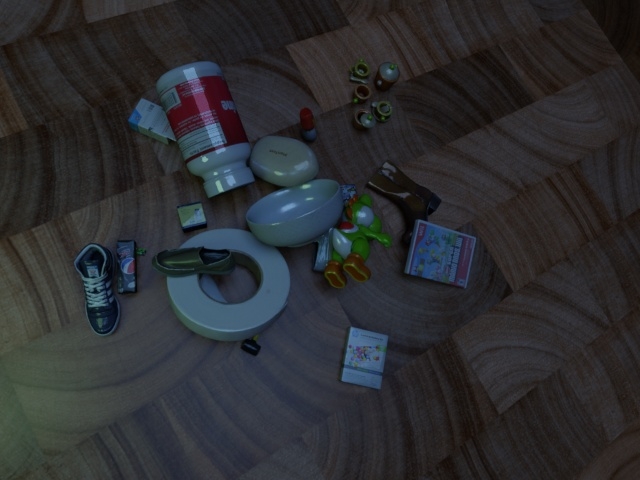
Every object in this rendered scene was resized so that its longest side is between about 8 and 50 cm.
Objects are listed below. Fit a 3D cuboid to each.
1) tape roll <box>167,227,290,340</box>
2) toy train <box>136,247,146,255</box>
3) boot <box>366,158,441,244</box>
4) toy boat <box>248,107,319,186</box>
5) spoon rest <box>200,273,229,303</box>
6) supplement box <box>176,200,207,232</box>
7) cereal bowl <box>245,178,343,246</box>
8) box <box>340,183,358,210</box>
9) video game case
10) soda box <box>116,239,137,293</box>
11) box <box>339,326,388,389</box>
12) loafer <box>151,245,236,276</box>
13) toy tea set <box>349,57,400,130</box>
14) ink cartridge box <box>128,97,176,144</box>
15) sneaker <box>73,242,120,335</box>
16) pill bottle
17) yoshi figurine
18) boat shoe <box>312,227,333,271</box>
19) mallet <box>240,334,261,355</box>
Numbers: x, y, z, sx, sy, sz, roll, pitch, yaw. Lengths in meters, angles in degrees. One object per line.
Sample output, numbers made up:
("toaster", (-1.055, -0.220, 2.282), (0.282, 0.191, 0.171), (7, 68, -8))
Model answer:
("tape roll", (-0.289, 0.131, 1.403), (0.391, 0.072, 0.392), (9, 51, -11))
("toy train", (-0.621, 0.034, 1.447), (0.083, 0.017, 0.024), (9, 82, -11))
("boot", (0.300, -0.151, 1.689), (0.280, 0.096, 0.264), (36, 73, 0))
("toy boat", (-0.099, -0.330, 1.612), (0.267, 0.148, 0.318), (22, 70, 16))
("spoon rest", (-0.371, 0.186, 1.445), (0.276, 0.084, 0.137), (31, 68, 10))
("supplement box", (-0.441, -0.080, 1.502), (0.083, 0.056, 0.083), (-15, 79, -17))
("cereal bowl", (-0.074, -0.078, 1.479), (0.338, 0.339, 0.141), (-29, 117, -20))
("box", (0.076, -0.161, 1.670), (0.136, 0.027, 0.094), (-11, 79, -17))
("video game case", (0.456, 0.054, 1.647), (0.284, 0.025, 0.204), (15, 86, -24))
("soda box", (-0.619, 0.085, 1.399), (0.053, 0.060, 0.169), (-3, 83, -16))
("box", (0.152, 0.409, 1.524), (0.145, 0.038, 0.186), (16, 71, -10))
("loafer", (-0.383, 0.051, 1.334), (0.250, 0.087, 0.095), (-2, 53, -18))
("toy tea set", (0.224, -0.603, 1.779), (0.199, 0.124, 0.337), (6, 73, -12))
("ink cartridge box", (-0.573, -0.416, 1.561), (0.180, 0.060, 0.104), (24, 70, -6))
("sneaker", (-0.678, 0.145, 1.328), (0.099, 0.153, 0.283), (-5, 76, -15))
("pill bottle", (-0.374, -0.363, 1.479), (0.228, 0.229, 0.408), (-23, 98, -19))
("yoshi figurine", (0.141, 0.003, 1.538), (0.203, 0.203, 0.362), (15, 54, 3))
("boat shoe", (0.000, 0.001, 1.578), (0.081, 0.079, 0.228), (3, 77, -18))
("mallet", (-0.209, 0.288, 1.472), (0.062, 0.039, 0.190), (23, 67, -11))
